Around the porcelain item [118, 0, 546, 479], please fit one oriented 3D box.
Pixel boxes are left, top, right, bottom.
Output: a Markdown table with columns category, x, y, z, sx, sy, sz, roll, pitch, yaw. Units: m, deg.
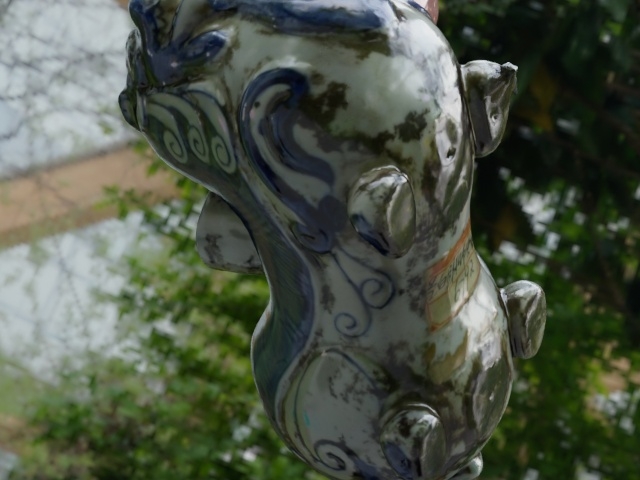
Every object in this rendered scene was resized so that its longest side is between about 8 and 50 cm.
| category | x | y | z | sx | sy | sz | roll | pitch | yaw |
| --- | --- | --- | --- | --- | --- | --- | --- | --- | --- |
| porcelain item | 0.000 | 0.000 | 0.733 | 0.186 | 0.138 | 0.288 | 15 | -43 | 33 |

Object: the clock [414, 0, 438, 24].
| category | x | y | z | sx | sy | sz | roll | pitch | yaw |
| --- | --- | --- | --- | --- | --- | --- | --- | --- | --- |
| clock | 0.000 | -0.168 | 1.267 | 0.241 | 0.227 | 0.142 | -31 | -97 | 56 |
